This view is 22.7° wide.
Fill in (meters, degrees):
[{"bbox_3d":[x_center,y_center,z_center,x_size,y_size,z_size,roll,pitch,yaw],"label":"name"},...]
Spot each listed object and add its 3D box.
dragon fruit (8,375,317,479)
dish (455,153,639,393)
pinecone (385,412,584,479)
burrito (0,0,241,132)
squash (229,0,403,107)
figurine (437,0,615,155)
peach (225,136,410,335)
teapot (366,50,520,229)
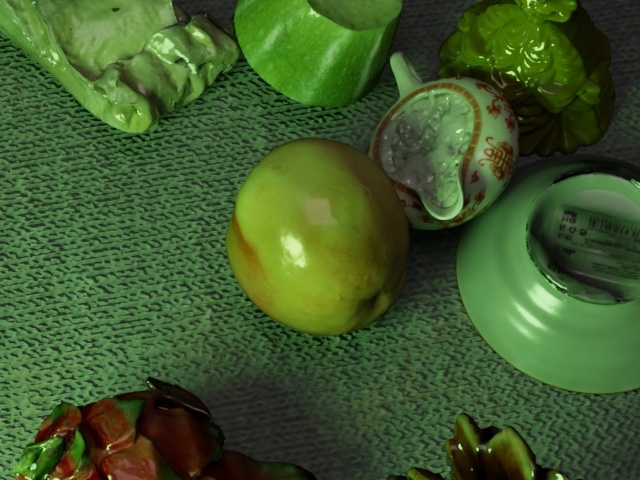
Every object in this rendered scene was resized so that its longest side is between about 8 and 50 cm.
[{"bbox_3d":[-0.143,0.225,1.366,0.274,0.192,0.193,16,102,-31],"label":"dragon fruit"},{"bbox_3d":[0.263,0.012,1.533,0.260,0.085,0.260,0,64,-1],"label":"dish"},{"bbox_3d":[0.144,0.349,1.229,0.385,0.384,0.384,1,63,-1],"label":"pinecone"},{"bbox_3d":[-0.254,-0.241,1.640,0.348,0.107,0.175,34,52,12],"label":"burrito"},{"bbox_3d":[0.005,-0.226,1.602,0.170,0.123,0.170,10,59,-18],"label":"squash"},{"bbox_3d":[0.216,-0.234,1.526,0.168,0.315,0.187,-26,66,-14],"label":"figurine"},{"bbox_3d":[0.000,0.000,1.483,0.184,0.184,0.184,1,63,-1],"label":"peach"},{"bbox_3d":[0.115,-0.093,1.563,0.159,0.116,0.245,-45,46,20],"label":"teapot"}]
